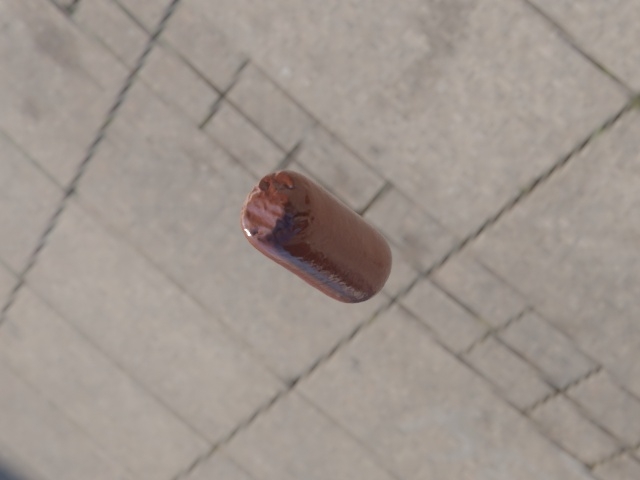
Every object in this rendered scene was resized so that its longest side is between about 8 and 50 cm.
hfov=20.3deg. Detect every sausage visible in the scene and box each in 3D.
[{"bbox_3d":[0.000,0.000,1.264,0.062,0.062,0.154,22,172,34],"label":"sausage"}]
